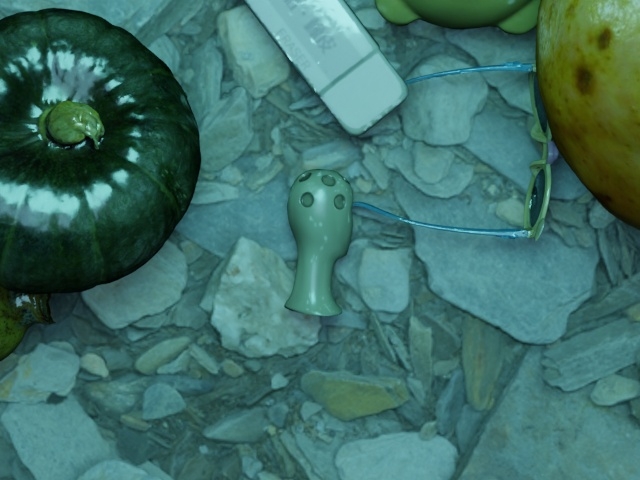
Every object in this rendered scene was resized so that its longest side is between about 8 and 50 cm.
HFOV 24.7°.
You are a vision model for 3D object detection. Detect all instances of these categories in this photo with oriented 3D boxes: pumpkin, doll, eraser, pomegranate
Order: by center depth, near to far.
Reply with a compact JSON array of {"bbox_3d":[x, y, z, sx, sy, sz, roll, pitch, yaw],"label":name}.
[{"bbox_3d":[0.390,-0.199,1.410,0.410,0.410,0.410,0,99,0],"label":"pomegranate"},{"bbox_3d":[-0.271,-0.090,1.475,0.300,0.207,0.300,3,75,-11],"label":"pumpkin"},{"bbox_3d":[0.151,-0.343,1.484,0.177,0.161,0.261,5,97,-2],"label":"doll"},{"bbox_3d":[-0.040,-0.270,1.544,0.089,0.061,0.352,-38,96,7],"label":"eraser"}]

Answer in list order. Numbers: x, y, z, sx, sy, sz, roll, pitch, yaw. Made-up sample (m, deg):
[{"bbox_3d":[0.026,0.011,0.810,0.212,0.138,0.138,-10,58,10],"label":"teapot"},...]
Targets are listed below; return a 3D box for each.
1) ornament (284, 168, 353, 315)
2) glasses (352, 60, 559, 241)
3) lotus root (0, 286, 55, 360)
[{"bbox_3d":[0.000,0.000,1.584,0.081,0.075,0.156,-1,100,-31],"label":"ornament"},{"bbox_3d":[0.150,-0.100,1.585,0.220,0.088,0.190,4,100,20],"label":"glasses"},{"bbox_3d":[-0.388,0.075,1.560,0.278,0.154,0.154,-10,99,-2],"label":"lotus root"}]
